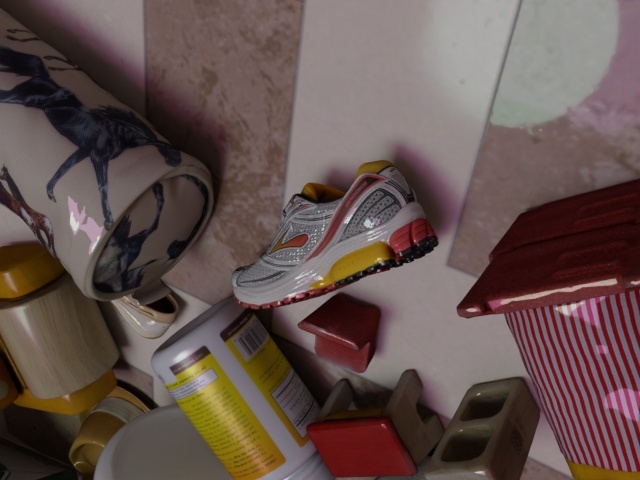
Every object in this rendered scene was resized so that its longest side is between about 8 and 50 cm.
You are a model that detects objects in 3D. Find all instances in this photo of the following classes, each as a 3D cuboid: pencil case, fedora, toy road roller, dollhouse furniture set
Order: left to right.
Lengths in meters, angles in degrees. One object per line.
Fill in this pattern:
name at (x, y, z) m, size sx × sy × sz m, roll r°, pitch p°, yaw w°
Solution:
toy road roller at (-0.448, 0.145, 0.834) m, size 0.329 × 0.240 × 0.202 m, roll -4°, pitch 114°, yaw 34°
pencil case at (-0.297, -0.108, 0.651) m, size 0.410 × 0.160 × 0.183 m, roll 37°, pitch 139°, yaw 10°
fedora at (-0.290, 0.288, 0.921) m, size 0.194 × 0.079 × 0.194 m, roll 16°, pitch 123°, yaw 25°
dollhouse furniture set at (0.107, 0.113, 0.523) m, size 0.374 × 0.152 × 0.201 m, roll -18°, pitch 105°, yaw 38°

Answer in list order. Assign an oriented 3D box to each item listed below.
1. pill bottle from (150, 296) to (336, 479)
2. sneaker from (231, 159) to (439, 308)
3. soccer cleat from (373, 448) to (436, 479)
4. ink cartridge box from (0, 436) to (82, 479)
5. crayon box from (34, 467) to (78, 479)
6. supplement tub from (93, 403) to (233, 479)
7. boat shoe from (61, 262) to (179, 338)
pill bottle at (-0.072, 0.175, 0.694) m, size 0.117 × 0.117 × 0.215 m, roll -29°, pitch 98°, yaw 40°
sneaker at (0.000, 0.000, 0.586) m, size 0.225 × 0.088 × 0.093 m, roll -26°, pitch 80°, yaw 39°
soccer cleat at (0.037, 0.341, 0.695) m, size 0.116 × 0.143 × 0.331 m, roll 42°, pitch 129°, yaw 20°
ink cartridge box at (-0.605, 0.366, 0.963) m, size 0.285 × 0.166 × 0.395 m, roll 8°, pitch 163°, yaw 30°
crayon box at (-0.354, 0.390, 0.789) m, size 0.278 × 0.165 × 0.081 m, roll 14°, pitch 113°, yaw 61°
supplement tub at (-0.166, 0.355, 0.807) m, size 0.191 × 0.191 × 0.272 m, roll 20°, pitch 124°, yaw 22°
boat shoe at (-0.228, 0.037, 0.756) m, size 0.170 × 0.063 × 0.059 m, roll 44°, pitch 128°, yaw -8°
